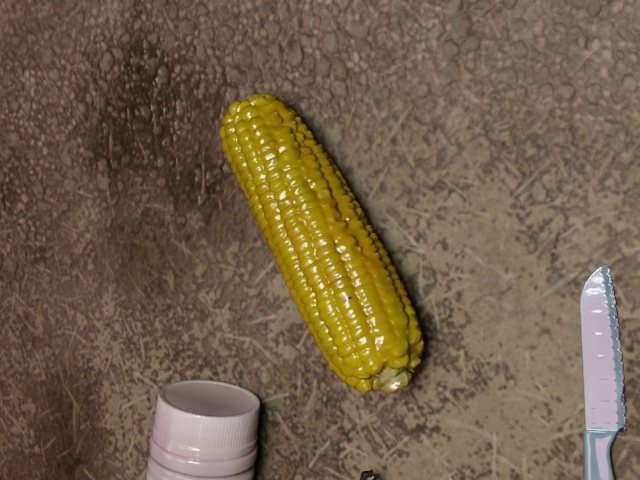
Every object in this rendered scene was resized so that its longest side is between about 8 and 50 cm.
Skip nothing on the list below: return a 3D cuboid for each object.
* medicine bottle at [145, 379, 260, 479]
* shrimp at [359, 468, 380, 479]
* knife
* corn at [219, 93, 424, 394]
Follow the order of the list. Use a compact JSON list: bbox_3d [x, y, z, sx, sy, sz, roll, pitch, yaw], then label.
[{"bbox_3d":[-0.148,0.306,1.169,0.133,0.133,0.249,15,102,30],"label":"medicine bottle"},{"bbox_3d":[0.010,0.344,1.124,0.150,0.051,0.217,29,113,34],"label":"shrimp"},{"bbox_3d":[0.279,0.179,0.955,0.044,0.019,0.313,-2,93,25],"label":"knife"},{"bbox_3d":[0.000,0.000,1.051,0.120,0.120,0.363,-36,76,30],"label":"corn"}]
